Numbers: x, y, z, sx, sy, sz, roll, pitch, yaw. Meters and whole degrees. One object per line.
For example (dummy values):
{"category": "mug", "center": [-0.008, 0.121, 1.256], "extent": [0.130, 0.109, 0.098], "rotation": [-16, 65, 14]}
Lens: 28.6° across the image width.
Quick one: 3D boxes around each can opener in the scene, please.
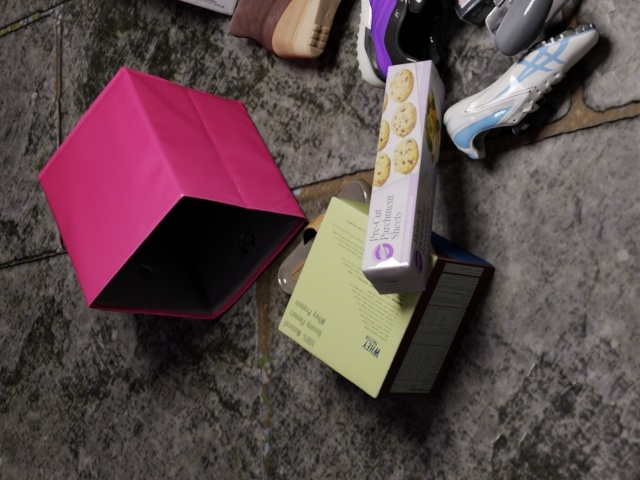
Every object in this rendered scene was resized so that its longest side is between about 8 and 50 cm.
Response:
{"category": "can opener", "center": [0.318, -0.342, 1.542], "extent": [0.283, 0.076, 0.095], "rotation": [-49, 28, 19]}

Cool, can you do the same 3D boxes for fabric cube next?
{"category": "fabric cube", "center": [-0.228, -0.062, 1.897], "extent": [0.254, 0.259, 0.258], "rotation": [-48, 54, 27]}

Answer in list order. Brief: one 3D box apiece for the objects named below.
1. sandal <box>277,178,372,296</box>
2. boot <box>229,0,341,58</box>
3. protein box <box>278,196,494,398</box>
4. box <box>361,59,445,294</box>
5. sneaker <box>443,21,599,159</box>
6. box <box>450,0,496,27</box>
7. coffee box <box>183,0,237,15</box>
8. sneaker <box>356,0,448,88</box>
{"category": "sandal", "center": [0.000, 0.000, 1.814], "extent": [0.219, 0.060, 0.090], "rotation": [-44, 58, 29]}
{"category": "boot", "center": [-0.035, -0.400, 1.886], "extent": [0.207, 0.090, 0.248], "rotation": [28, 96, 46]}
{"category": "protein box", "center": [0.085, 0.078, 1.676], "extent": [0.199, 0.136, 0.201], "rotation": [32, 104, 39]}
{"category": "box", "center": [0.109, -0.086, 1.595], "extent": [0.067, 0.063, 0.324], "rotation": [-6, 55, 24]}
{"category": "sneaker", "center": [0.265, -0.192, 1.602], "extent": [0.237, 0.085, 0.086], "rotation": [-38, 87, 28]}
{"category": "box", "center": [0.240, -0.422, 1.666], "extent": [0.220, 0.051, 0.175], "rotation": [-41, 59, 30]}
{"category": "coffee box", "center": [-0.255, -0.455, 2.054], "extent": [0.246, 0.141, 0.098], "rotation": [27, 102, 40]}
{"category": "sneaker", "center": [0.114, -0.355, 1.694], "extent": [0.146, 0.102, 0.293], "rotation": [7, 108, 58]}
